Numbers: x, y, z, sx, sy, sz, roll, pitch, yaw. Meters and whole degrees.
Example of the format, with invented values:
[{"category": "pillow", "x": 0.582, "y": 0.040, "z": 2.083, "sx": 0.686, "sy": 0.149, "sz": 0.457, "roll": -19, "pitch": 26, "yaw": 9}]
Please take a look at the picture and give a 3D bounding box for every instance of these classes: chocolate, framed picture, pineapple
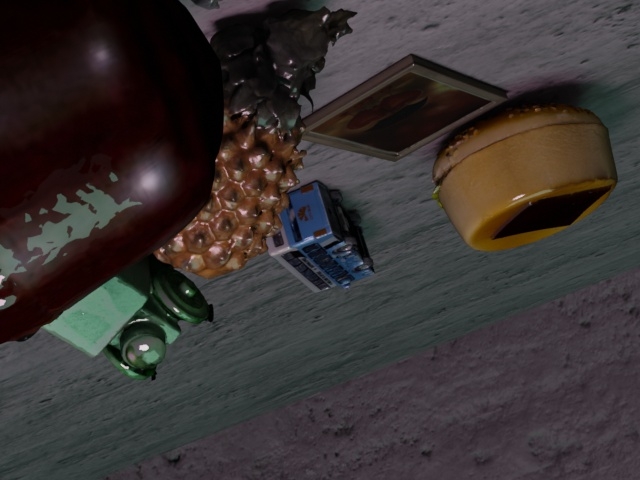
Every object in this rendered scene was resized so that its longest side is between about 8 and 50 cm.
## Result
[{"category": "chocolate", "x": -0.266, "y": -0.127, "z": 1.299, "sx": 0.331, "sy": 0.384, "sz": 0.384, "roll": -35, "pitch": 163, "yaw": -1}, {"category": "framed picture", "x": 0.116, "y": -0.182, "z": 2.034, "sx": 0.211, "sy": 0.020, "sz": 0.289, "roll": -28, "pitch": 162, "yaw": 27}, {"category": "pineapple", "x": -0.091, "y": -0.142, "z": 1.660, "sx": 0.223, "sy": 0.223, "sz": 0.357, "roll": -3, "pitch": 138, "yaw": -42}]

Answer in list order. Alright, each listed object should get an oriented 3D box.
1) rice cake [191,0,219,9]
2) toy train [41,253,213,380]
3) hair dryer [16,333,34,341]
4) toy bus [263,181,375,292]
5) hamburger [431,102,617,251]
[{"category": "rice cake", "x": -0.034, "y": -0.310, "z": 1.418, "sx": 0.270, "sy": 0.049, "sz": 0.055, "roll": -31, "pitch": -178, "yaw": 34}, {"category": "toy train", "x": -0.244, "y": 0.044, "z": 1.747, "sx": 0.202, "sy": 0.266, "sz": 0.145, "roll": 36, "pitch": 111, "yaw": -25}, {"category": "hair dryer", "x": -0.389, "y": 0.068, "z": 2.217, "sx": 0.219, "sy": 0.075, "sz": 0.195, "roll": -21, "pitch": 157, "yaw": -32}, {"category": "toy bus", "x": 0.000, "y": 0.000, "z": 2.330, "sx": 0.131, "sy": 0.106, "sz": 0.297, "roll": -20, "pitch": 162, "yaw": 8}, {"category": "hamburger", "x": 0.310, "y": -0.107, "z": 2.207, "sx": 0.300, "sy": 0.176, "sz": 0.300, "roll": -17, "pitch": 162, "yaw": -6}]
